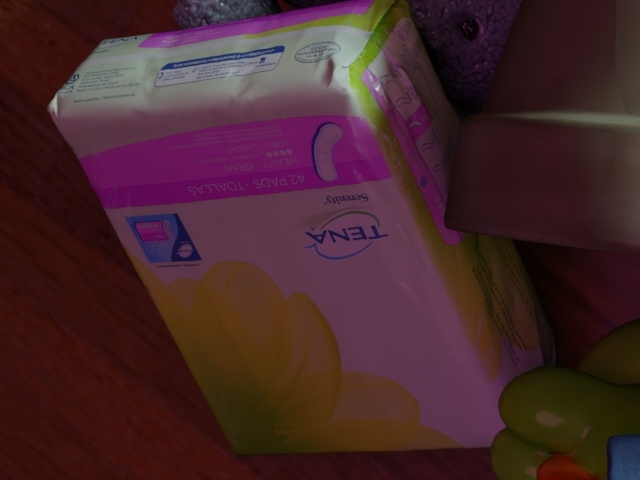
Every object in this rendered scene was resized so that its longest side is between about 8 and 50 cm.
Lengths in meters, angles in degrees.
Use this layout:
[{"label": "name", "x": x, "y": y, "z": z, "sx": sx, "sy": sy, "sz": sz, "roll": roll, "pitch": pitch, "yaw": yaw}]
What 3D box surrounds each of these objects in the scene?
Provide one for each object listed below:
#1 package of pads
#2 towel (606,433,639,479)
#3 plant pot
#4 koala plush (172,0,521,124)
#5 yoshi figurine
[{"label": "package of pads", "x": 0.000, "y": 0.000, "z": 1.205, "sx": 0.229, "sy": 0.101, "sz": 0.296, "roll": -5, "pitch": 126, "yaw": 32}, {"label": "towel", "x": 0.209, "y": 0.133, "z": 1.013, "sx": 0.119, "sy": 0.029, "sz": 0.067, "roll": 1, "pitch": 68, "yaw": 10}, {"label": "plant pot", "x": 0.244, "y": -0.124, "z": 1.048, "sx": 0.323, "sy": 0.323, "sz": 0.280, "roll": 8, "pitch": 92, "yaw": 26}, {"label": "koala plush", "x": 0.066, "y": -0.166, "z": 1.222, "sx": 0.221, "sy": 0.203, "sz": 0.196, "roll": 38, "pitch": 131, "yaw": 5}, {"label": "yoshi figurine", "x": 0.285, "y": 0.128, "z": 1.118, "sx": 0.362, "sy": 0.203, "sz": 0.203, "roll": 16, "pitch": 79, "yaw": 13}]
